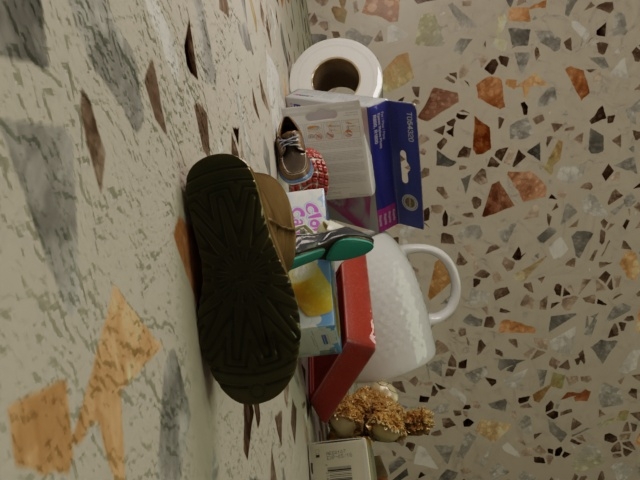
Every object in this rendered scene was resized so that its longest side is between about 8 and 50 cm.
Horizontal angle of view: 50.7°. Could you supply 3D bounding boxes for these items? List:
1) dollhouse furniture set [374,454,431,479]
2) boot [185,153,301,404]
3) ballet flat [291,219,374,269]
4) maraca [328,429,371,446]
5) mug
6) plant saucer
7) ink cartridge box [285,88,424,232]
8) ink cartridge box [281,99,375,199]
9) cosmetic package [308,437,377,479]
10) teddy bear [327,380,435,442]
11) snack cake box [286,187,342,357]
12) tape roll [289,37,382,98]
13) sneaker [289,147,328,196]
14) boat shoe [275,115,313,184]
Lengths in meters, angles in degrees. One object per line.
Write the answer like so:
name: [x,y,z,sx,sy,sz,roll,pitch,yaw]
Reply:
dollhouse furniture set: [0.174,0.680,1.661,0.135,0.258,0.262,-123,-157,-77]
boot: [-0.060,0.029,0.718,0.269,0.089,0.236,24,59,-87]
ballet flat: [0.000,0.000,1.098,0.074,0.203,0.074,17,-68,50]
maraca: [0.062,0.469,1.607,0.127,0.099,0.186,-126,-167,-79]
mug: [0.166,0.138,1.690,0.276,0.373,0.328,-91,167,-82]
plant saucer: [0.030,0.186,1.347,0.259,0.047,0.259,-93,-157,-47]
ink cartridge box: [0.080,-0.183,1.601,0.071,0.330,0.324,-38,131,-38]
ink cartridge box: [0.019,-0.200,1.505,0.056,0.180,0.225,-67,151,-63]
cosmetic package: [0.053,0.486,1.337,0.309,0.113,0.160,69,14,-69]
teddy bear: [0.119,0.371,1.478,0.338,0.245,0.113,16,75,-60]
snack cake box: [-0.019,0.060,1.210,0.152,0.089,0.265,73,11,-62]
tape roll: [0.047,-0.391,1.809,0.169,0.246,0.246,70,14,-75]
sneaker: [-0.028,-0.091,1.493,0.093,0.087,0.226,-129,-143,-79]
boat shoe: [-0.059,-0.175,1.290,0.183,0.066,0.066,-108,-179,-51]
